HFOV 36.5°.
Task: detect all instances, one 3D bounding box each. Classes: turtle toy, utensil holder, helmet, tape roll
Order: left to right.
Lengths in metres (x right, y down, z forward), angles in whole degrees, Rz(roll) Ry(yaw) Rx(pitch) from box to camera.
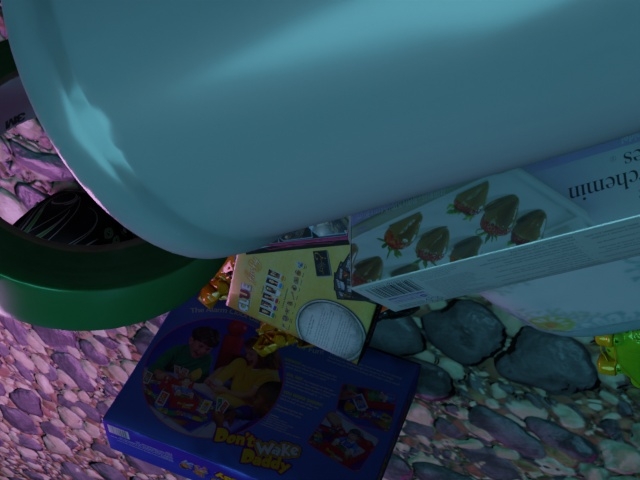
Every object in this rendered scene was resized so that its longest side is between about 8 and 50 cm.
[{"bbox_3d":[-0.339,0.030,1.271,0.169,0.161,0.169,17,142,14],"label":"helmet"},{"bbox_3d":[-0.231,-0.068,0.956,0.321,0.321,0.077,25,142,3],"label":"tape roll"},{"bbox_3d":[0.047,-0.186,0.619,0.385,0.327,0.327,-15,127,32],"label":"utensil holder"},{"bbox_3d":[0.344,0.113,1.027,0.095,0.066,0.130,7,139,25],"label":"turtle toy"}]

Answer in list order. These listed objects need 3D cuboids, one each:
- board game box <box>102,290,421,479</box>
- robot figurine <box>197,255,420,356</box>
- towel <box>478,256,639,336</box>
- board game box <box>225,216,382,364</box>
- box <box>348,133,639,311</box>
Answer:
[{"bbox_3d":[-0.071,0.217,1.267,0.347,0.233,0.078,18,142,13],"label":"board game box"},{"bbox_3d":[-0.009,0.047,1.151,0.211,0.085,0.291,44,140,-19],"label":"robot figurine"},{"bbox_3d":[0.270,-0.028,0.792,0.374,0.090,0.320,-17,146,33],"label":"towel"},{"bbox_3d":[0.000,0.000,1.007,0.165,0.042,0.243,24,127,11],"label":"board game box"},{"bbox_3d":[0.167,-0.019,0.650,0.324,0.063,0.067,-17,152,34],"label":"box"}]
